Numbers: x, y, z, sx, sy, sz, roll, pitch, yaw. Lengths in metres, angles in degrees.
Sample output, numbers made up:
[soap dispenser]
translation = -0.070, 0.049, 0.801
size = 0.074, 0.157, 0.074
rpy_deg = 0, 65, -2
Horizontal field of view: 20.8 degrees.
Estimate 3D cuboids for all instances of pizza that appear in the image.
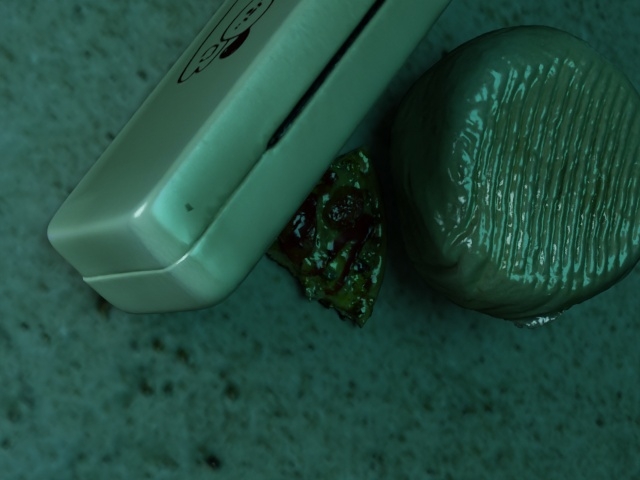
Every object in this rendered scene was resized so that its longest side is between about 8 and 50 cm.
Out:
[pizza]
translation = 0.012, 0.005, 1.032
size = 0.100, 0.029, 0.099
rpy_deg = -31, 103, -28

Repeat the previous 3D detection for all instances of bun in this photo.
[bun]
translation = 0.113, -0.036, 1.048
size = 0.166, 0.113, 0.173
rpy_deg = 47, 66, -12

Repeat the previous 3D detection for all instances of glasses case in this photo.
[glasses case]
translation = -0.018, -0.098, 0.962
size = 0.070, 0.131, 0.313
rpy_deg = 45, 67, -21
